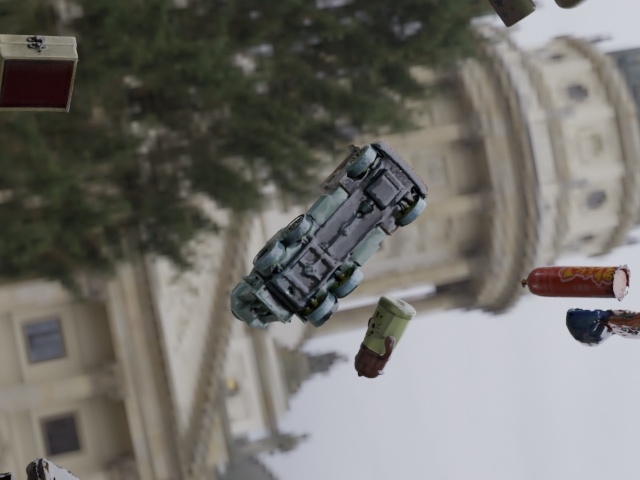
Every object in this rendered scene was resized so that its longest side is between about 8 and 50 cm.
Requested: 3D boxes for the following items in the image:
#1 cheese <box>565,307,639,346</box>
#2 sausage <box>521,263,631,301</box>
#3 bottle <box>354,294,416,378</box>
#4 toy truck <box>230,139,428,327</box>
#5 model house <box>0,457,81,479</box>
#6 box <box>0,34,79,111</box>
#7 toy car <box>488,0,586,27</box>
[{"bbox_3d":[0.454,0.100,1.940,0.217,0.329,0.129,33,61,-63],"label":"cheese"},{"bbox_3d":[0.314,0.050,2.089,0.145,0.048,0.050,0,-114,39],"label":"sausage"},{"bbox_3d":[0.071,0.117,1.975,0.101,0.047,0.063,-64,177,9],"label":"bottle"},{"bbox_3d":[0.000,0.000,1.973,0.108,0.256,0.140,45,-13,-14],"label":"toy truck"},{"bbox_3d":[-0.291,0.316,1.653,0.141,0.164,0.203,-92,156,-76],"label":"model house"},{"bbox_3d":[-0.291,-0.172,1.704,0.083,0.079,0.035,109,-26,-46],"label":"box"},{"bbox_3d":[0.361,-0.464,2.460,0.242,0.226,0.336,55,-11,-5],"label":"toy car"}]
